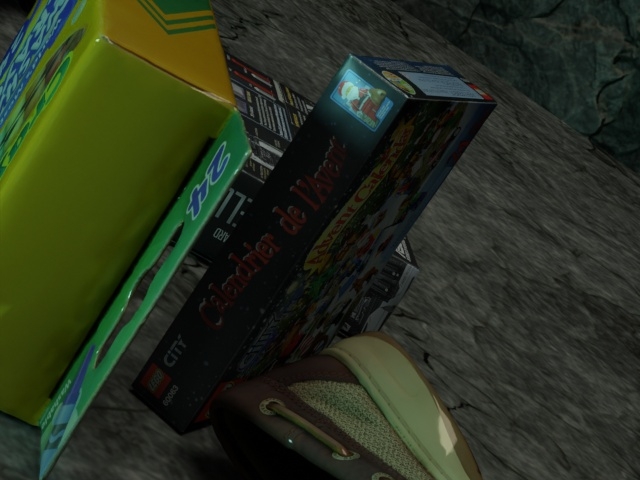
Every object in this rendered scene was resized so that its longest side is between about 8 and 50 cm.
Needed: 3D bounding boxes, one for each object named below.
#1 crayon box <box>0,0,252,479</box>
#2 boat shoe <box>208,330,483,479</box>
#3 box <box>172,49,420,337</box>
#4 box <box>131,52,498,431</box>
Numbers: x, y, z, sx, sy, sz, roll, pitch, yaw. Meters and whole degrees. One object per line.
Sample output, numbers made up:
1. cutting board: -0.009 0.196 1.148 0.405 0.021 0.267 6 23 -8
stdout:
1. crayon box: -0.136 -0.045 0.933 0.083 0.203 0.323 28 17 -20
2. boat shoe: 0.043 0.179 0.849 0.123 0.123 0.342 -10 44 -24
3. box: -0.059 -0.062 1.356 0.242 0.076 0.307 29 17 -17
4. box: 0.000 0.000 1.012 0.044 0.233 0.159 39 17 16
